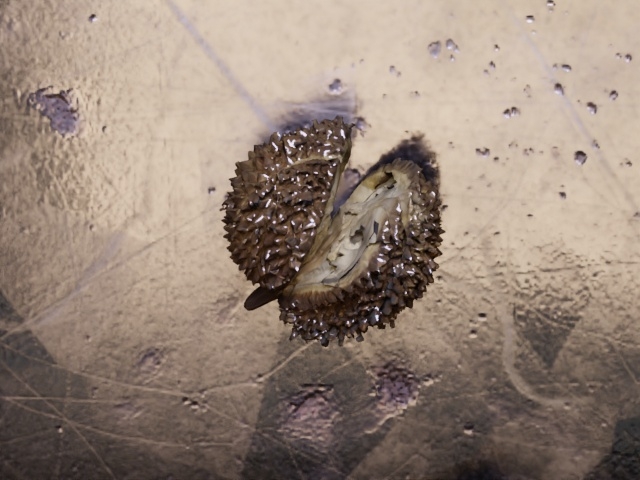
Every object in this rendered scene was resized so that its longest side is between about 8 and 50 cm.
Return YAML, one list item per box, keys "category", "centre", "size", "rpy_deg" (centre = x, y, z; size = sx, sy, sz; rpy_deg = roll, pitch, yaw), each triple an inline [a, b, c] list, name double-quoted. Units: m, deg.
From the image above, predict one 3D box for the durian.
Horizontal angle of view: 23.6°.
- category: "durian"
  centre: [0.000, 0.000, 1.240]
  size: [0.196, 0.167, 0.196]
  rpy_deg: [8, 115, 17]
